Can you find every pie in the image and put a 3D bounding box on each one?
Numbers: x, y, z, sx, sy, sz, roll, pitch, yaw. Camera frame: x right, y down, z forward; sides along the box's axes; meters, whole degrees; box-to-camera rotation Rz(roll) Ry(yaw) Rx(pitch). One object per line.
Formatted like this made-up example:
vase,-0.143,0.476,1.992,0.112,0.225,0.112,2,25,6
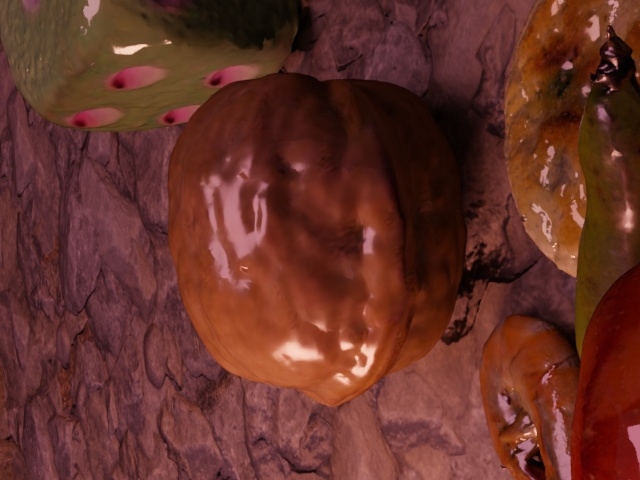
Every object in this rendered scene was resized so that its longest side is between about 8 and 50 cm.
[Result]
pie,0.261,-0.122,0.866,0.337,0.075,0.337,9,101,57

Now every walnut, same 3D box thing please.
walnut,-0.002,0.000,1.067,0.306,0.306,0.343,-7,86,57

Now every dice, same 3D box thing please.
dice,-0.234,-0.339,1.382,0.322,0.330,0.318,-26,74,53

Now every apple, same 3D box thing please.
apple,0.280,0.142,0.702,0.206,0.251,0.271,6,87,29

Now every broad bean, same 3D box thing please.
broad bean,0.238,-0.007,0.808,0.077,0.061,0.339,9,120,28

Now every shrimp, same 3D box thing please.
shrimp,0.214,0.207,0.965,0.152,0.063,0.287,-46,51,50
